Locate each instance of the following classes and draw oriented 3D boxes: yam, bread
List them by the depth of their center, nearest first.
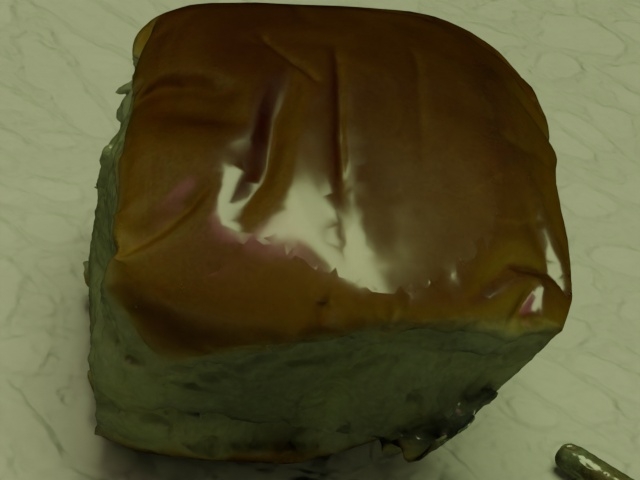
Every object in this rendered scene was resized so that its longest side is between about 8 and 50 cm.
[{"bbox_3d":[0.000,0.000,1.035,0.250,0.225,0.279,8,38,-9],"label":"bread"},{"bbox_3d":[0.181,0.149,1.076,0.116,0.021,0.021,33,37,22],"label":"yam"}]
